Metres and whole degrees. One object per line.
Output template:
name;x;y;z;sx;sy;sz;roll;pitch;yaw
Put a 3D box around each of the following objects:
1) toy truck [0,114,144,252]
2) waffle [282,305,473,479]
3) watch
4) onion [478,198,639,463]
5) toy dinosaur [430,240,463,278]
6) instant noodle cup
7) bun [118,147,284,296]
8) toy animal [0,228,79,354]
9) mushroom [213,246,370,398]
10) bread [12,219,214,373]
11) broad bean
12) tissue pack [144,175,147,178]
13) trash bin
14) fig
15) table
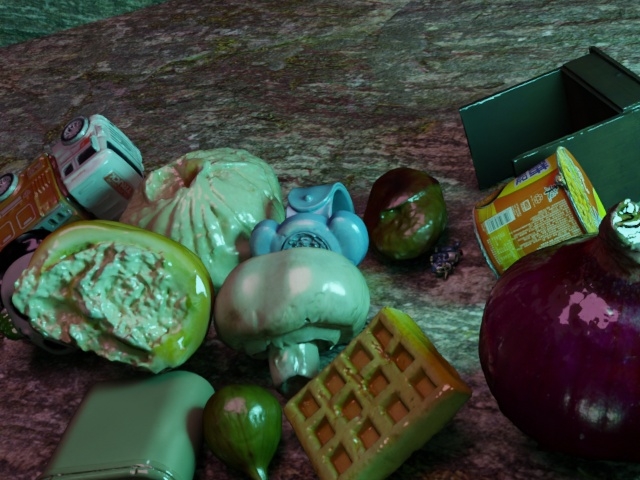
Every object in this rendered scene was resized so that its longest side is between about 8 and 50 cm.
toy truck;-0.525;-0.057;2.318;0.388;0.173;0.207;-39;40;7
waffle;0.074;0.236;1.682;0.248;0.055;0.221;-44;35;4
watch;0.000;0.000;2.064;0.211;0.210;0.193;-7;20;19
onion;0.380;0.101;1.517;0.348;0.385;0.347;-2;43;2
toy dinosaur;0.219;0.031;2.021;0.047;0.030;0.083;3;39;29
instant noodle cup;0.353;-0.022;1.866;0.174;0.213;0.213;-26;29;22
bun;-0.220;-0.046;2.181;0.352;0.227;0.349;-37;35;-29
toy animal;-0.494;0.101;2.122;0.213;0.212;0.267;-26;27;-11
mushroom;-0.041;0.136;1.869;0.254;0.234;0.260;1;-17;-25
bread;-0.314;0.071;1.907;0.316;0.211;0.270;23;7;2
broad bean;0.150;-0.049;2.094;0.156;0.122;0.228;-13;29;11
tissue pack;-0.377;-0.083;2.434;0.170;0.103;0.090;15;53;42
trash bin;-0.292;0.319;1.778;0.243;0.121;0.247;-8;31;17
fig;-0.090;0.317;1.714;0.124;0.124;0.236;-25;57;-10
table;0.432;-0.171;2.063;0.282;0.196;0.250;-23;34;-5
